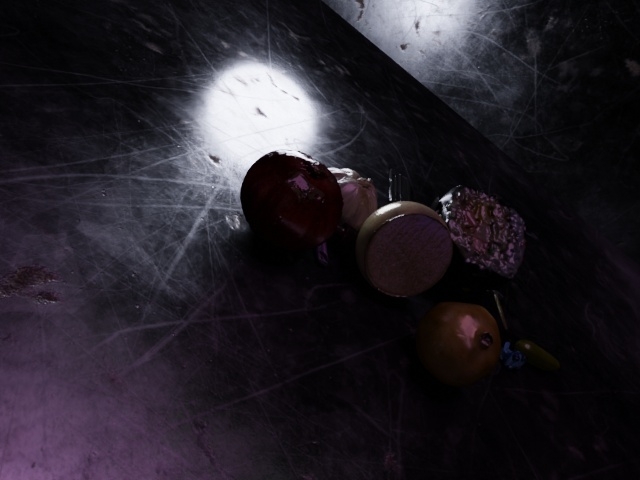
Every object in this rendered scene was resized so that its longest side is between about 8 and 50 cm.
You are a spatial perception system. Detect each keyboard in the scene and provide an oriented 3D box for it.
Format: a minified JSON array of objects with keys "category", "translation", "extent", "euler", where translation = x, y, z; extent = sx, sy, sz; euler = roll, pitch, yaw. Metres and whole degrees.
[{"category":"keyboard","translation":[0.304,-0.191,1.992],"extent":[0.106,0.016,0.262],"euler":[31,34,-14]}]

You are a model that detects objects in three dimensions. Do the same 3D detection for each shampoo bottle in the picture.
[{"category":"shampoo bottle","translation":[0.097,0.004,1.503],"extent":[0.236,0.067,0.068],"euler":[33,16,-20]}]

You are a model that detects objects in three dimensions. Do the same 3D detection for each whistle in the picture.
[{"category":"whistle","translation":[0.000,0.000,1.461],"extent":[0.033,0.033,0.177],"euler":[23,38,-24]}]

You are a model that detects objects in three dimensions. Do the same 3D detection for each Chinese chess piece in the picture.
[{"category":"Chinese chess piece","translation":[0.230,0.026,1.441],"extent":[0.269,0.270,0.112],"euler":[26,16,-20]}]

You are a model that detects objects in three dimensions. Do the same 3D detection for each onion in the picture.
[{"category":"onion","translation":[-0.069,-0.109,1.323],"extent":[0.276,0.276,0.276],"euler":[26,36,-20]}]

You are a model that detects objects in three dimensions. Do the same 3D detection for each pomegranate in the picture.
[{"category":"pomegranate","translation":[0.353,0.265,1.343],"extent":[0.233,0.233,0.233],"euler":[26,36,-20]}]

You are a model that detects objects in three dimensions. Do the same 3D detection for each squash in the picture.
[{"category":"squash","translation":[0.699,0.374,1.678],"extent":[0.201,0.066,0.066],"euler":[28,35,-23]}]

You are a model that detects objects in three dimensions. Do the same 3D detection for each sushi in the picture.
[{"category":"sushi","translation":[0.461,0.019,1.696],"extent":[0.327,0.285,0.329],"euler":[18,60,-21]}]

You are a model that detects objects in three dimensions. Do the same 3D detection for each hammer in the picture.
[{"category":"hammer","translation":[0.625,0.240,1.807],"extent":[0.062,0.017,0.182],"euler":[24,38,-22]}]

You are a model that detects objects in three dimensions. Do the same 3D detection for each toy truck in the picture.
[{"category":"toy truck","translation":[0.586,0.353,1.609],"extent":[0.073,0.056,0.090],"euler":[12,30,-27]}]

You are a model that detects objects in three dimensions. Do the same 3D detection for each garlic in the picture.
[{"category":"garlic","translation":[0.081,-0.133,1.588],"extent":[0.227,0.152,0.228],"euler":[22,41,-21]}]
